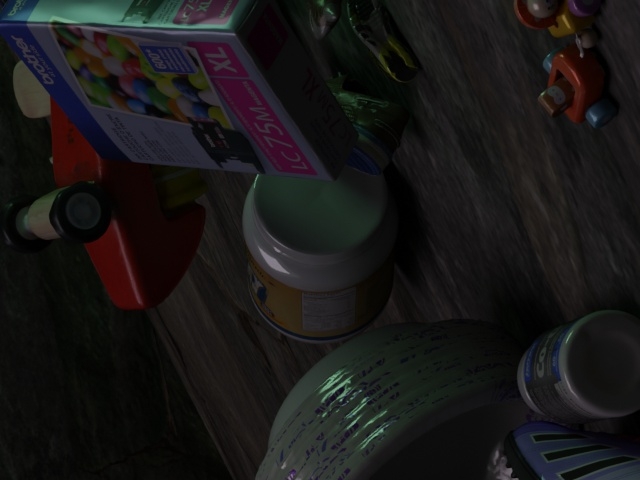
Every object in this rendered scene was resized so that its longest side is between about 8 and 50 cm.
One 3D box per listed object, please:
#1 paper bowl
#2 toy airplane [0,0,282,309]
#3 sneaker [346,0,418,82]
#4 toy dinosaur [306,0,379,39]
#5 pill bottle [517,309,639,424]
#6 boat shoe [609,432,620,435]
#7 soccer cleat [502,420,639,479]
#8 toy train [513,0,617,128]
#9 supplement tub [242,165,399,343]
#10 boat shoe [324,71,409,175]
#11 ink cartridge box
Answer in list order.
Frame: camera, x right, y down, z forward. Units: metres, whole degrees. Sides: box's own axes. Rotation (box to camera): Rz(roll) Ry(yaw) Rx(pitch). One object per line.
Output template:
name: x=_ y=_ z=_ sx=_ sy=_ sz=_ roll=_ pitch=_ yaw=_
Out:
paper bowl: x=0.070 y=0.184 z=1.565 sx=0.148 sy=0.284 sz=0.284 roll=51 pitch=165 yaw=38
toy airplane: x=-0.178 y=-0.175 z=1.822 sx=0.386 sy=0.272 sz=0.384 roll=55 pitch=134 yaw=39
sneaker: x=0.045 y=-0.159 z=1.456 sx=0.083 sy=0.031 sz=0.035 roll=59 pitch=167 yaw=2
toy dinosaur: x=-0.034 y=-0.297 z=1.335 sx=0.313 sy=0.121 sz=0.160 roll=64 pitch=155 yaw=0
pill bottle: x=0.196 y=0.097 z=1.358 sx=0.078 sy=0.078 sz=0.137 roll=59 pitch=166 yaw=3
boat shoe: x=0.267 y=0.254 z=1.428 sx=0.226 sy=0.083 sz=0.076 roll=55 pitch=167 yaw=21
soccer cleat: x=0.247 y=0.189 z=1.315 sx=0.109 sy=0.116 sz=0.318 roll=28 pitch=-175 yaw=-30
toy train: x=0.126 y=-0.146 z=1.157 sx=0.166 sy=0.046 sz=0.125 roll=54 pitch=166 yaw=19
supplement tub: x=0.000 y=0.000 z=1.719 sx=0.144 sy=0.144 sz=0.199 roll=54 pitch=166 yaw=21
boat shoe: x=0.015 y=-0.108 z=1.591 sx=0.183 sy=0.066 sz=0.066 roll=28 pitch=163 yaw=49
ink cartridge box: x=-0.139 y=-0.136 z=1.518 sx=0.311 sy=0.065 sz=0.186 roll=9 pitch=148 yaw=37
